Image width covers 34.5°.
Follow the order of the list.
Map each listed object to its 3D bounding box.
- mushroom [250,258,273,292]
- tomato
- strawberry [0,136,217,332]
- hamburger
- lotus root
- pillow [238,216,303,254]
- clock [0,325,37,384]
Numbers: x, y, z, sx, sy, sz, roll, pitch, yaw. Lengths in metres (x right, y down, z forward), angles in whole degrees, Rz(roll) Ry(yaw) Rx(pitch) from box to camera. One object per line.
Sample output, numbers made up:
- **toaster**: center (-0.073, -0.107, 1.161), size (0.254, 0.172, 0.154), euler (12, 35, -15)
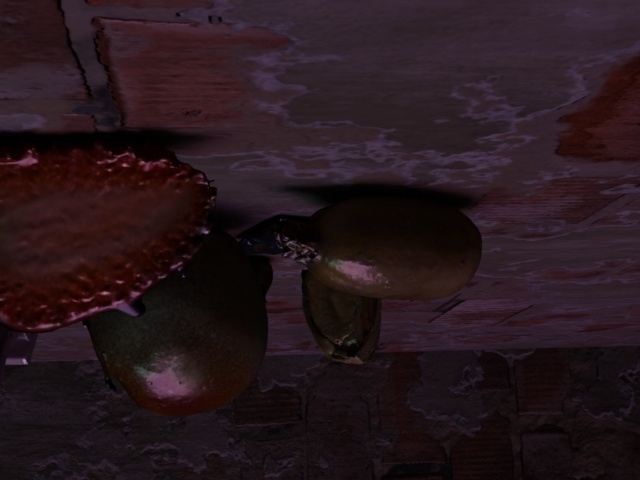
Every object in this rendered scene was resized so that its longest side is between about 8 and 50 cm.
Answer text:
- **mushroom**: center (-0.141, 0.089, 1.932), size (0.135, 0.080, 0.170), euler (-40, -175, 12)
- **tomato**: center (-0.211, 0.108, 1.570), size (0.239, 0.303, 0.303), euler (-21, 163, 13)
- **strawberry**: center (-0.274, -0.013, 1.223), size (0.307, 0.233, 0.137), euler (-6, -164, -7)
- **hamburger**: center (0.044, 0.139, 1.942), size (0.155, 0.207, 0.135), euler (-14, 161, 27)
- **lotus root**: center (0.085, 0.013, 1.492), size (0.343, 0.151, 0.169), euler (2, 167, -33)
- **pillow**: center (0.002, 0.000, 1.710), size (0.256, 0.034, 0.189), euler (6, 163, -29)
- **clock**: center (-0.442, 0.058, 1.301), size (0.080, 0.290, 0.275), euler (-3, 161, 9)
